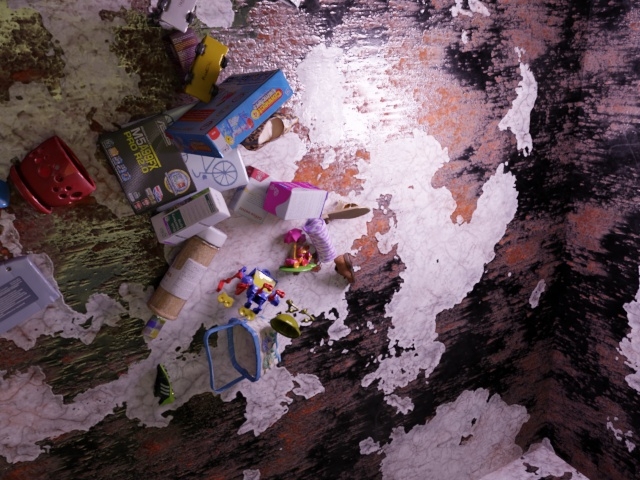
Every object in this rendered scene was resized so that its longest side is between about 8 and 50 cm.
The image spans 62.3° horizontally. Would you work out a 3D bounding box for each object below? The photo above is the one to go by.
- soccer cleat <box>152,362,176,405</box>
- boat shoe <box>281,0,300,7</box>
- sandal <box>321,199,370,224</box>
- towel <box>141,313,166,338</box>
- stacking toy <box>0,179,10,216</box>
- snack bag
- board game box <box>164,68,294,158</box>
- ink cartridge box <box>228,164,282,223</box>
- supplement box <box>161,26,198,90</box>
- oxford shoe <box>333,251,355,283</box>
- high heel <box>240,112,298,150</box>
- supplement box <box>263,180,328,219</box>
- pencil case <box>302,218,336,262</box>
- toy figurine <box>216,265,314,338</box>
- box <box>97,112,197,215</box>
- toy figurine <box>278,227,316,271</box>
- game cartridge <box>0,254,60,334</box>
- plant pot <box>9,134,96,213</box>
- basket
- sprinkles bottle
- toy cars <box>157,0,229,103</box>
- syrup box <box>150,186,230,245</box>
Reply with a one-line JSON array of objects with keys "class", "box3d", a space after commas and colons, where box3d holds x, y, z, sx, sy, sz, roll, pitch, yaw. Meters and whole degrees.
[{"class": "soccer cleat", "box3d": [-0.591, 0.540, 1.970, 0.072, 0.060, 0.179, -17, 116, -22]}, {"class": "boat shoe", "box3d": [-0.170, -0.838, 1.732, 0.258, 0.095, 0.084, 9, 97, -29]}, {"class": "sandal", "box3d": [0.075, -0.126, 2.111, 0.240, 0.079, 0.088, -15, 156, -7]}, {"class": "towel", "box3d": [-0.604, 0.314, 1.918, 0.060, 0.009, 0.083, 34, 88, -32]}, {"class": "stacking toy", "box3d": [-1.014, -0.032, 1.520, 0.175, 0.166, 0.301, 10, 116, -34]}, {"class": "snack bag", "box3d": [-0.443, -0.282, 1.769, 0.343, 0.037, 0.323, -22, 112, -10]}, {"class": "board game box", "box3d": [-0.281, -0.383, 1.592, 0.302, 0.308, 0.086, -47, 124, -18]}, {"class": "ink cartridge box", "box3d": [-0.238, -0.165, 1.925, 0.127, 0.072, 0.175, 27, 91, -32]}, {"class": "supplement box", "box3d": [-0.418, -0.566, 1.679, 0.081, 0.104, 0.188, -28, 117, -19]}, {"class": "oxford shoe", "box3d": [0.098, 0.118, 2.185, 0.076, 0.076, 0.212, -17, 145, 5]}, {"class": "high heel", "box3d": [-0.160, -0.375, 1.832, 0.261, 0.186, 0.093, -25, 116, -20]}, {"class": "supplement box", "box3d": [-0.089, -0.146, 1.935, 0.220, 0.111, 0.114, -10, 121, -54]}, {"class": "pencil case", "box3d": [0.000, 0.000, 2.077, 0.088, 0.086, 0.206, -34, 134, -9]}, {"class": "toy figurine", "box3d": [-0.189, 0.181, 1.981, 0.362, 0.217, 0.191, 33, 122, -16]}, {"class": "box", "box3d": [-0.548, -0.243, 1.695, 0.216, 0.060, 0.270, -23, 112, -9]}, {"class": "toy figurine", "box3d": [-0.084, 0.030, 2.063, 0.173, 0.130, 0.159, -9, 102, -49]}, {"class": "game cartridge", "box3d": [-0.999, 0.182, 1.635, 0.297, 0.062, 0.198, -34, 115, -15]}, {"class": "plant pot", "box3d": [-0.790, -0.186, 1.551, 0.174, 0.191, 0.191, -33, 119, -12]}, {"class": "basket", "box3d": [-0.298, 0.411, 2.002, 0.289, 0.201, 0.254, -18, 115, -34]}, {"class": "sprinkles bottle", "box3d": [-0.467, 0.103, 1.858, 0.121, 0.121, 0.355, 32, 89, -32]}, {"class": "toy cars", "box3d": [-0.384, -0.610, 1.577, 0.176, 0.087, 0.393, -27, 113, -28]}, {"class": "syrup box", "box3d": [-0.433, -0.077, 1.764, 0.237, 0.096, 0.093, -26, 77, 9]}]
